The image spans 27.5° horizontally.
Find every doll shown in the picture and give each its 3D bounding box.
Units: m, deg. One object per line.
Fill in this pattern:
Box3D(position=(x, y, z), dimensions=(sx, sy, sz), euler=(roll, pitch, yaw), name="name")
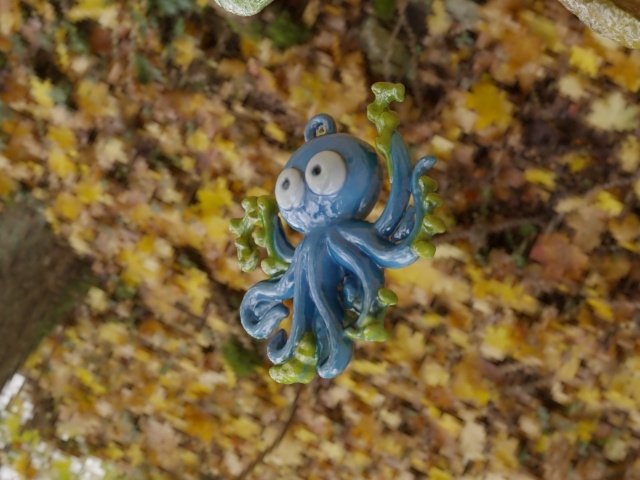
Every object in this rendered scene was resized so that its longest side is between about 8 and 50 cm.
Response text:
Box3D(position=(0.000, 0.000, 1.588), dimensions=(0.099, 0.341, 0.346), euler=(20, 147, -41), name="doll")

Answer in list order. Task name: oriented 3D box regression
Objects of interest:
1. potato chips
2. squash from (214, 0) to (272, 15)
Box3D(position=(0.236, -0.324, 1.358), dimensions=(0.407, 0.080, 0.057), euler=(53, -150, 6), name="potato chips")
Box3D(position=(-0.062, -0.326, 1.124), dimensions=(0.260, 0.189, 0.189), euler=(55, 180, 5), name="squash")
